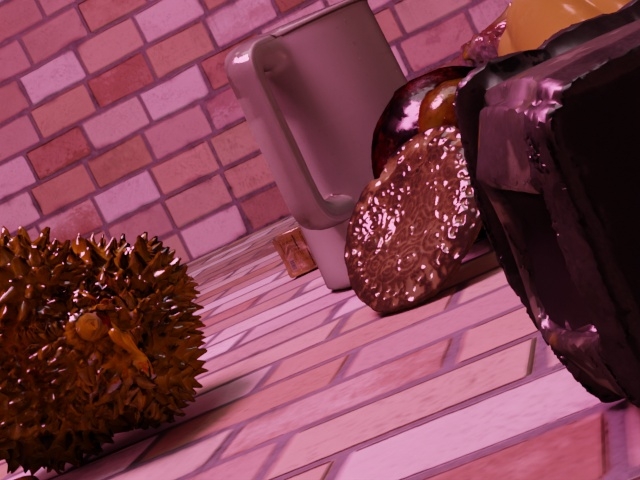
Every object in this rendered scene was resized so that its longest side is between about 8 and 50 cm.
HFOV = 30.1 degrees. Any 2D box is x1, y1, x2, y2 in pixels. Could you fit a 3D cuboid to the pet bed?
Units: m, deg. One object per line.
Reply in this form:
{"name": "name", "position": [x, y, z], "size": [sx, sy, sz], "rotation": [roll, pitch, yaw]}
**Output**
{"name": "pet bed", "position": [0.183, -0.034, 0.580], "size": [0.211, 0.183, 0.159], "rotation": [-26, 7, -8]}

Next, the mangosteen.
{"name": "mangosteen", "position": [0.153, -0.094, 1.285], "size": [0.210, 0.210, 0.210], "rotation": [-26, 5, 2]}

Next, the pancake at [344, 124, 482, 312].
{"name": "pancake", "position": [0.090, -0.022, 1.160], "size": [0.199, 0.021, 0.199], "rotation": [-33, 43, 36]}

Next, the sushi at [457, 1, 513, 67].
{"name": "sushi", "position": [0.305, -0.222, 1.681], "size": [0.171, 0.236, 0.270], "rotation": [-18, 1, -4]}

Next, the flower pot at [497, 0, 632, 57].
{"name": "flower pot", "position": [0.265, -0.164, 1.136], "size": [0.195, 0.195, 0.179], "rotation": [-26, 38, 2]}

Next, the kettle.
{"name": "kettle", "position": [0.014, -0.109, 1.442], "size": [0.265, 0.318, 0.205], "rotation": [-28, 7, -31]}

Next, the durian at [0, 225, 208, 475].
{"name": "durian", "position": [-0.234, 0.099, 1.129], "size": [0.293, 0.258, 0.258], "rotation": [-14, 10, 30]}

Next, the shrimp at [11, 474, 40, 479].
{"name": "shrimp", "position": [-0.303, 0.244, 1.020], "size": [0.124, 0.034, 0.178], "rotation": [-29, 4, -2]}

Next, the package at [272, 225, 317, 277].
{"name": "package", "position": [0.000, 0.000, 1.793], "size": [0.131, 0.071, 0.047], "rotation": [-24, 0, 8]}
